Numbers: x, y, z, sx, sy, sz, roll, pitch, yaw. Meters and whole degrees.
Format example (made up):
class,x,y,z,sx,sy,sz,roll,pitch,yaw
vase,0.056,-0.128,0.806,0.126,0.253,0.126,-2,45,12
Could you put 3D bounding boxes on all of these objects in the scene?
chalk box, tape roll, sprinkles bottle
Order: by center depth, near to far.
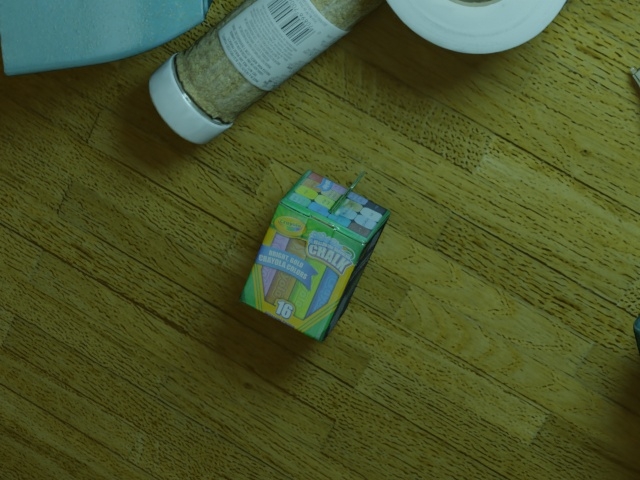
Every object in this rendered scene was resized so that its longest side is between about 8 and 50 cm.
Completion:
class,x,y,z,sx,sy,sz,roll,pitch,yaw
tape roll,0.199,-0.359,1.875,0.246,0.169,0.246,6,112,16
sprinkles bottle,-0.060,-0.265,2.025,0.355,0.121,0.121,-35,96,26
chalk box,0.000,0.000,2.102,0.132,0.132,0.213,26,115,7

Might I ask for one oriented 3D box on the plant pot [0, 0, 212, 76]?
class,x,y,z,sx,sy,sz,roll,pitch,yaw
plant pot,-0.265,-0.356,2.001,0.252,0.248,0.247,-1,110,2

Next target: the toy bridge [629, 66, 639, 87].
class,x,y,z,sx,sy,sz,roll,pitch,yaw
toy bridge,0.442,-0.140,1.957,0.063,0.026,0.188,-36,95,28

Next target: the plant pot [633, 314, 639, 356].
class,x,y,z,sx,sy,sz,roll,pitch,yaw
plant pot,0.549,0.216,1.907,0.341,0.341,0.334,-18,96,24
